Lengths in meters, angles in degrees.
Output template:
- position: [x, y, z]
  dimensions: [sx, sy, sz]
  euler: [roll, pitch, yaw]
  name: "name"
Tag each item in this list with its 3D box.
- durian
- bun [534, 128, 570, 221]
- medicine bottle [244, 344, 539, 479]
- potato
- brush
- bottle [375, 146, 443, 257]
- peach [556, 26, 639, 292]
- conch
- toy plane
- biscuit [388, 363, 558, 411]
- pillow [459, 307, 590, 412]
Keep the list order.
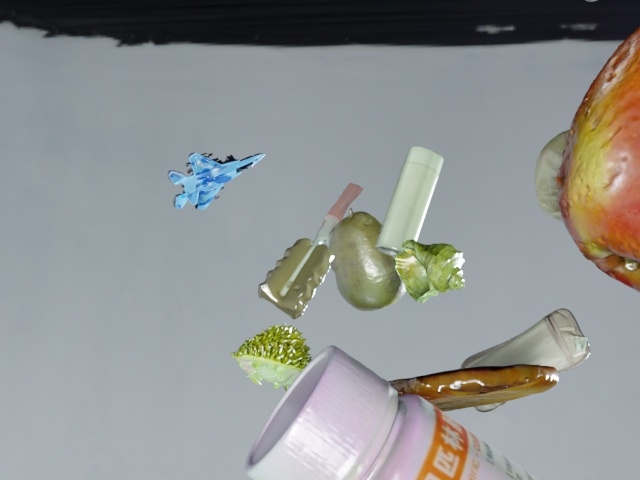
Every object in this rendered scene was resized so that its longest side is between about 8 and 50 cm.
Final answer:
- position: [-0.061, 0.187, 1.156]
  dimensions: [0.215, 0.100, 0.086]
  euler: [48, 19, -58]
  name: "durian"
- position: [0.495, -0.114, 1.367]
  dimensions: [0.128, 0.193, 0.178]
  euler: [-65, 155, -68]
  name: "bun"
- position: [0.114, 0.319, 0.939]
  dimensions: [0.219, 0.388, 0.219]
  euler: [-54, -178, 3]
  name: "medicine bottle"
- position: [0.107, 0.042, 1.766]
  dimensions: [0.159, 0.174, 0.251]
  euler: [110, -40, -86]
  name: "potato"
- position: [0.000, 0.000, 1.238]
  dimensions: [0.301, 0.084, 0.071]
  euler: [-56, 172, -36]
  name: "brush"
- position: [0.165, -0.069, 1.374]
  dimensions: [0.072, 0.072, 0.201]
  euler: [61, 47, -74]
  name: "bottle"
- position: [0.493, -0.130, 0.959]
  dimensions: [0.339, 0.353, 0.416]
  euler: [30, 89, -40]
  name: "peach"
- position: [0.141, 0.040, 0.978]
  dimensions: [0.089, 0.121, 0.074]
  euler: [-53, 138, -6]
  name: "conch"
- position: [-0.243, -0.164, 1.770]
  dimensions: [0.246, 0.078, 0.169]
  euler: [-34, 142, -27]
  name: "toy plane"
- position: [0.201, 0.232, 1.133]
  dimensions: [0.318, 0.318, 0.040]
  euler: [65, 18, -72]
  name: "biscuit"
- position: [0.351, 0.209, 1.291]
  dimensions: [0.038, 0.233, 0.130]
  euler: [44, 19, -34]
  name: "pillow"
